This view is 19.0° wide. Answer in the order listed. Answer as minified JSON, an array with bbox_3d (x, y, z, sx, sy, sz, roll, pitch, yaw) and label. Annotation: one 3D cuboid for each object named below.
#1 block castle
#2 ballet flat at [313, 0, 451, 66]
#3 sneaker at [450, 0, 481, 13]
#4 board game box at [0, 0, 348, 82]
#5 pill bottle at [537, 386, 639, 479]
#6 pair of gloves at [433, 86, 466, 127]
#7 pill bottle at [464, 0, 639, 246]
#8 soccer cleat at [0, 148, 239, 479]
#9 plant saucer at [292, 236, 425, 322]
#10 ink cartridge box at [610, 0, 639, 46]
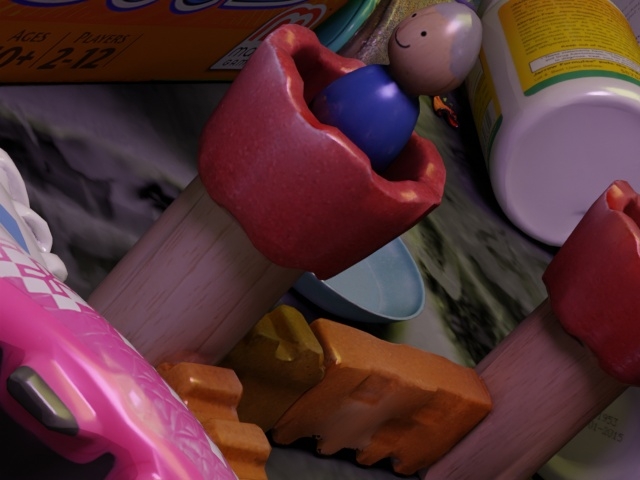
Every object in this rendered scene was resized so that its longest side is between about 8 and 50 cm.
[{"bbox_3d":[0.128,0.142,0.647,0.303,0.213,0.453,20,32,-45],"label":"block castle"},{"bbox_3d":[0.040,-0.151,1.162,0.106,0.107,0.316,42,23,-22],"label":"ballet flat"},{"bbox_3d":[0.111,-0.296,1.352,0.323,0.236,0.130,43,23,-1],"label":"sneaker"},{"bbox_3d":[-0.082,-0.314,0.846,0.356,0.356,0.356,58,25,11],"label":"board game box"},{"bbox_3d":[0.166,0.080,0.982,0.087,0.087,0.160,51,23,18],"label":"pill bottle"},{"bbox_3d":[0.064,-0.112,1.248,0.083,0.010,0.074,38,23,-16],"label":"pair of gloves"},{"bbox_3d":[0.155,-0.095,1.232,0.117,0.117,0.208,34,24,-23],"label":"pill bottle"},{"bbox_3d":[-0.109,0.024,0.579,0.331,0.116,0.143,46,23,6],"label":"soccer cleat"},{"bbox_3d":[0.000,0.000,0.930,0.119,0.021,0.119,35,24,-18],"label":"plant saucer"},{"bbox_3d":[0.359,-0.148,1.610,0.279,0.160,0.385,38,23,-15],"label":"ink cartridge box"}]
